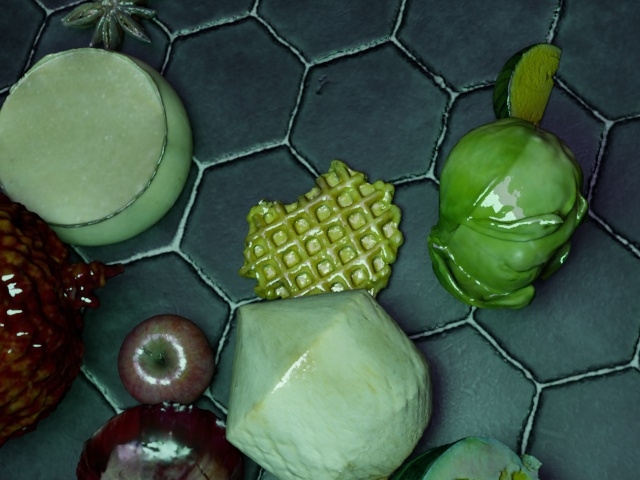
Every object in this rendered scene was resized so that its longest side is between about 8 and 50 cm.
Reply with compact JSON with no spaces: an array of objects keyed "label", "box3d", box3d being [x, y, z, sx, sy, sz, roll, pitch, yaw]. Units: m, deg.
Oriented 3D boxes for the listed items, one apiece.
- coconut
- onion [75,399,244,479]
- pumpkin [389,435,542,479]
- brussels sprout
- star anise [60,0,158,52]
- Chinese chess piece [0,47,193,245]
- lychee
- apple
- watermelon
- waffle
[{"label":"coconut","box3d":[-0.001,0.205,1.515,0.329,0.329,0.328,-2,77,10]},{"label":"onion","box3d":[-0.242,0.344,1.584,0.252,0.219,0.252,-2,121,-3]},{"label":"pumpkin","box3d":[0.201,0.425,1.457,0.293,0.197,0.263,46,53,-10]},{"label":"brussels sprout","box3d":[0.277,-0.042,1.536,0.227,0.259,0.294,17,58,0]},{"label":"star anise","box3d":[-0.367,-0.406,1.842,0.195,0.065,0.182,-10,81,5]},{"label":"Chinese chess piece","box3d":[-0.385,-0.158,1.750,0.338,0.140,0.338,-2,78,12]},{"label":"lychee","box3d":[-0.544,0.115,1.582,0.500,0.424,0.424,-23,74,-1]},{"label":"apple","box3d":[-0.243,0.196,1.654,0.154,0.120,0.153,-1,81,6]},{"label":"watermelon","box3d":[0.325,-0.248,1.664,0.092,0.075,0.181,19,81,11]},{"label":"waffle","box3d":[0.000,0.000,1.685,0.291,0.051,0.291,-2,78,8]}]
